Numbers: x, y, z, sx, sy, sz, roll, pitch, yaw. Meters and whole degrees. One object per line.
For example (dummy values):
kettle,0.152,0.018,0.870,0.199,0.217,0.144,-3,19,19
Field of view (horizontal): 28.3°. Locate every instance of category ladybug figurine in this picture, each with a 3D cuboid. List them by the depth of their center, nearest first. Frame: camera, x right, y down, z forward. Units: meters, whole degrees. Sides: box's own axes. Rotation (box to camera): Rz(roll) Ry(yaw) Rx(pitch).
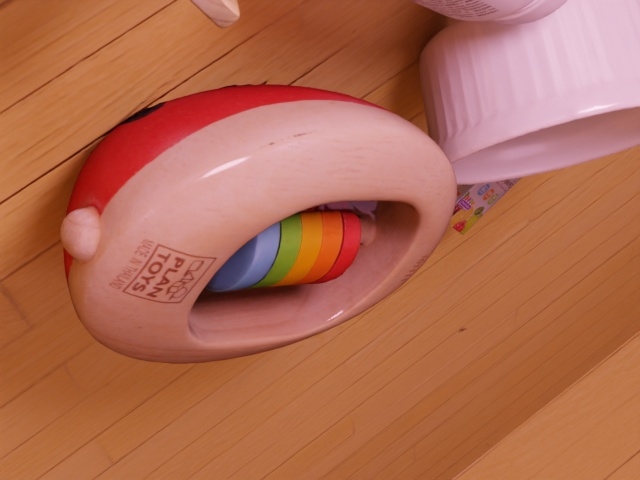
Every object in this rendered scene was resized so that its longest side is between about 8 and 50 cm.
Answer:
ladybug figurine,-0.060,-0.026,1.152,0.449,0.162,0.305,2,135,-53

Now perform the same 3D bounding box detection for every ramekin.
ramekin,0.232,-0.157,1.288,0.277,0.135,0.277,-13,173,-2

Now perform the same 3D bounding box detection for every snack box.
snack box,0.207,-0.077,1.619,0.141,0.037,0.100,-45,156,7

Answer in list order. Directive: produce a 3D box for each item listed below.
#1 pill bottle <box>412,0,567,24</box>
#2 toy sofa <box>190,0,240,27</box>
pill bottle,0.107,-0.265,1.017,0.160,0.160,0.283,-51,154,19
toy sofa,0.018,-0.296,0.696,0.363,0.150,0.177,-30,143,19
